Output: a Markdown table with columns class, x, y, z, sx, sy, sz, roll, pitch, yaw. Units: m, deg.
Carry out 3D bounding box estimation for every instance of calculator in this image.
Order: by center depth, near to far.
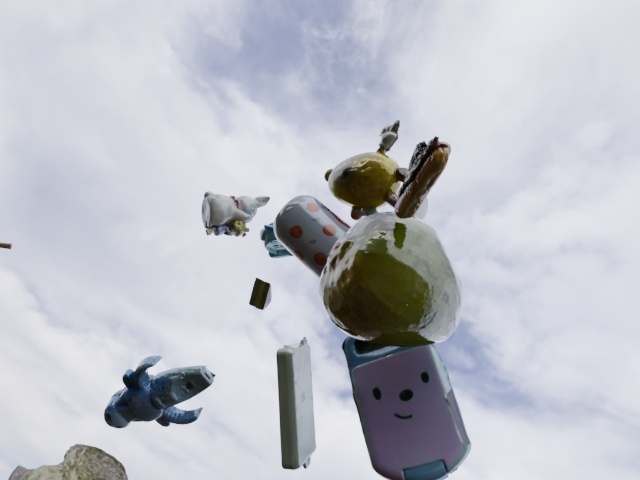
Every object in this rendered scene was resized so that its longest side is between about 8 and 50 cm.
| class | x | y | z | sx | sy | sz | roll | pitch | yaw |
| --- | --- | --- | --- | --- | --- | --- | --- | --- | --- |
| calculator | 0.139 | 0.256 | 0.700 | 0.173 | 0.292 | 0.051 | -24 | -38 | 13 |

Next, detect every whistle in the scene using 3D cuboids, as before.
| class | x | y | z | sx | sy | sz | roll | pitch | yaw |
| --- | --- | --- | --- | --- | --- | --- | --- | --- | --- |
| whistle | -0.354 | 0.333 | 0.872 | 0.269 | 0.093 | 0.180 | -24 | -69 | 14 |

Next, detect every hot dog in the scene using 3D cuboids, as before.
| class | x | y | z | sx | sy | sz | roll | pitch | yaw |
| --- | --- | --- | --- | --- | --- | --- | --- | --- | --- |
| hot dog | 0.123 | -0.080 | 0.518 | 0.041 | 0.056 | 0.133 | 25 | -41 | 1 |

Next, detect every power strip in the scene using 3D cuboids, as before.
| class | x | y | z | sx | sy | sz | roll | pitch | yaw |
| --- | --- | --- | --- | --- | --- | --- | --- | --- | --- |
| power strip | -0.053 | 0.352 | 0.889 | 0.046 | 0.118 | 0.270 | -6 | -99 | 18 |

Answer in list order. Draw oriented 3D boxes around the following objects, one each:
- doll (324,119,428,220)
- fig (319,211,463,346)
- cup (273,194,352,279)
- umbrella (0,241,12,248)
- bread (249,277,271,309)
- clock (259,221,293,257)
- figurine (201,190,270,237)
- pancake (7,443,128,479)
| class | x | y | z | sx | sy | sz | roll | pitch | yaw |
| --- | --- | --- | --- | --- | --- | --- | --- | --- | --- |
| doll | 0.204 | -0.213 | 1.362 | 0.348 | 0.161 | 0.423 | -46 | -133 | 18 |
| fig | 0.117 | 0.061 | 0.627 | 0.230 | 0.207 | 0.207 | 11 | -45 | -26 |
| cup | 0.000 | 0.000 | 1.390 | 0.317 | 0.212 | 0.212 | 40 | -50 | 12 |
| umbrella | -0.465 | -0.005 | 0.479 | 0.025 | 0.166 | 0.027 | 18 | -84 | 65 |
| bread | -0.236 | 0.204 | 1.670 | 0.074 | 0.084 | 0.139 | 21 | -65 | 9 |
| clock | -0.163 | -0.009 | 1.839 | 0.224 | 0.094 | 0.274 | -11 | -23 | 9 |
| figurine | -0.287 | -0.093 | 1.424 | 0.127 | 0.236 | 0.155 | -34 | -116 | 54 |
| pancake | -0.473 | 0.485 | 0.770 | 0.212 | 0.235 | 0.029 | 39 | -80 | 31 |
